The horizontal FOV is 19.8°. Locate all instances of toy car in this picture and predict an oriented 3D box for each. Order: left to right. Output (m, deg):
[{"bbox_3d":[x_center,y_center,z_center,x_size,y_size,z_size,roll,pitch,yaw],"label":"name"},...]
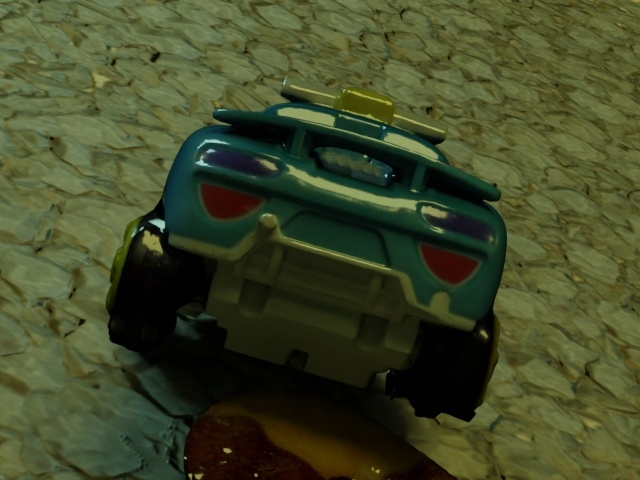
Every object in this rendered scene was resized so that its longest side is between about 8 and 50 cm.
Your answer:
[{"bbox_3d":[0.000,0.000,0.989,0.198,0.166,0.314,17,-3,-1],"label":"toy car"}]

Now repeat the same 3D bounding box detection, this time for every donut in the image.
[{"bbox_3d":[0.010,0.151,0.884,0.184,0.073,0.166,28,24,14],"label":"donut"}]
